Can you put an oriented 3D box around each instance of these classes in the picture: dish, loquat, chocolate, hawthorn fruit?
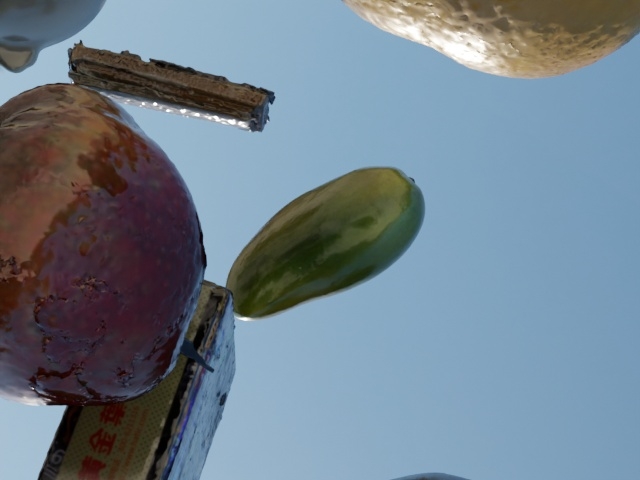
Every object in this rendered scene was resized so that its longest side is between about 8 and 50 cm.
[{"bbox_3d":[-0.315,-0.296,1.144,0.228,0.236,0.086,-23,180,-16],"label":"dish"},{"bbox_3d":[0.089,-0.182,0.569,0.208,0.208,0.208,-29,-148,20],"label":"loquat"},{"bbox_3d":[-0.236,-0.228,1.784,0.102,0.329,0.065,102,1,-58],"label":"chocolate"},{"bbox_3d":[-0.139,0.024,0.679,0.181,0.235,0.181,-30,-148,21],"label":"hawthorn fruit"}]

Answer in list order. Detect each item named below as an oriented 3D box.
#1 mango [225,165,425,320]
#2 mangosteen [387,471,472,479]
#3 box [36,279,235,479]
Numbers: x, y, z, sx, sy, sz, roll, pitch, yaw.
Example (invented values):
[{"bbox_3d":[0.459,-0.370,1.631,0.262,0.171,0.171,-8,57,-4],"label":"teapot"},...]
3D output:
[{"bbox_3d":[0.002,-0.003,0.998,0.191,0.085,0.122,-23,-149,10],"label":"mango"},{"bbox_3d":[0.083,0.337,1.045,0.261,0.235,0.235,-25,-160,-32],"label":"mangosteen"},{"bbox_3d":[-0.146,0.193,0.825,0.084,0.198,0.310,16,-113,4],"label":"box"}]
